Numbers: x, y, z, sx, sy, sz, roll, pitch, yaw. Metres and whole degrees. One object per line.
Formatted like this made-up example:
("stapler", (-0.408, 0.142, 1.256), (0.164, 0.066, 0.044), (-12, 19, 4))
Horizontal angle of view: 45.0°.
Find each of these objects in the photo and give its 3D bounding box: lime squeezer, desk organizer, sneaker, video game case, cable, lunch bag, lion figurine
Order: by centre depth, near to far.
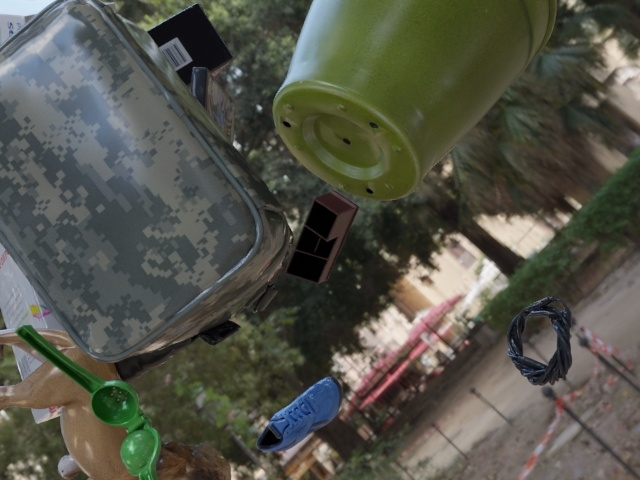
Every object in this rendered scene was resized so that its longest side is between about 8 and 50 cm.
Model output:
("lunch bag", (-0.169, -0.045, 0.755), (0.212, 0.305, 0.256), (-40, -6, 8))
("lime squeezer", (-0.227, 0.218, 0.883), (0.058, 0.310, 0.110), (-35, -14, -2))
("lion figurine", (-0.294, 0.242, 1.021), (0.240, 0.392, 0.142), (-17, 30, 18))
("desk organizer", (0.000, 0.000, 1.051), (0.050, 0.047, 0.130), (-25, -36, -53))
("sneaker", (-0.225, 0.120, 1.156), (0.130, 0.109, 0.286), (-21, 16, 5))
("cable", (0.394, 0.185, 1.380), (0.047, 0.151, 0.184), (-3, -17, -21))
("sneaker", (-0.040, 0.327, 1.417), (0.082, 0.069, 0.209), (-4, -36, -52))
("video game case", (-0.223, -0.182, 1.579), (0.248, 0.035, 0.275), (40, -127, -81))

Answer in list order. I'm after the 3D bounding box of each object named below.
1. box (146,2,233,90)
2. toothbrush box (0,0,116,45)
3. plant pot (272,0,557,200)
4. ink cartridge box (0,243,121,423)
("box", (-0.427, -0.454, 2.105), (0.296, 0.183, 0.294), (-36, 8, -19))
("toothbrush box", (-0.535, -0.354, 1.356), (0.216, 0.295, 0.126), (-38, -47, -56))
("plant pot", (0.114, -0.261, 1.151), (0.353, 0.366, 0.366), (-59, -7, -25))
("ink cartridge box", (-0.448, 0.132, 1.321), (0.131, 0.306, 0.226), (-13, -13, -36))
